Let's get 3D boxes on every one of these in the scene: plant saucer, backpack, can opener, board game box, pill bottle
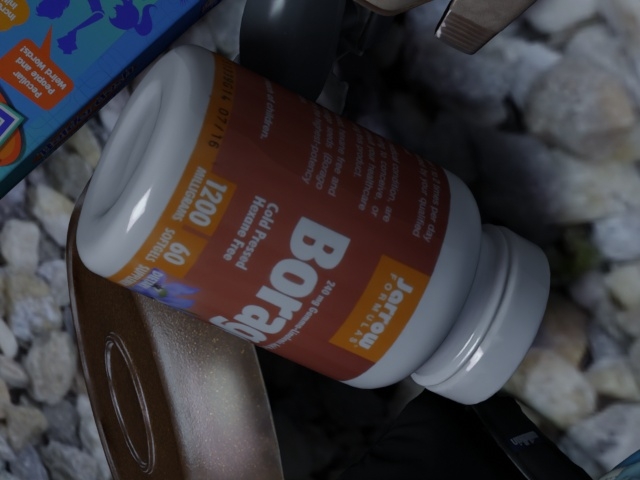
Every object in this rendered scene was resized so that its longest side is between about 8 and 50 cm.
[{"bbox_3d":[-0.095,0.092,1.046,0.310,0.050,0.311,165,90,-71],"label":"plant saucer"},{"bbox_3d":[0.091,0.180,0.937,0.182,0.152,0.115,35,141,13],"label":"backpack"},{"bbox_3d":[-0.038,-0.064,0.956,0.076,0.095,0.283,44,135,21],"label":"can opener"},{"bbox_3d":[-0.183,-0.127,0.970,0.160,0.210,0.047,45,169,3],"label":"board game box"},{"bbox_3d":[0.000,0.000,0.864,0.216,0.121,0.121,25,143,-19],"label":"pill bottle"}]

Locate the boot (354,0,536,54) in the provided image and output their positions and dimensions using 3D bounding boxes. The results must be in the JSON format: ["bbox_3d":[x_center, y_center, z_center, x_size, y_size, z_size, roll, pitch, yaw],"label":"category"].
[{"bbox_3d":[0.055,-0.143,0.819,0.118,0.042,0.087,23,115,-16],"label":"boot"}]

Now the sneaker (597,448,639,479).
[{"bbox_3d":[0.196,0.111,0.719,0.127,0.208,0.319,53,139,13],"label":"sneaker"}]
